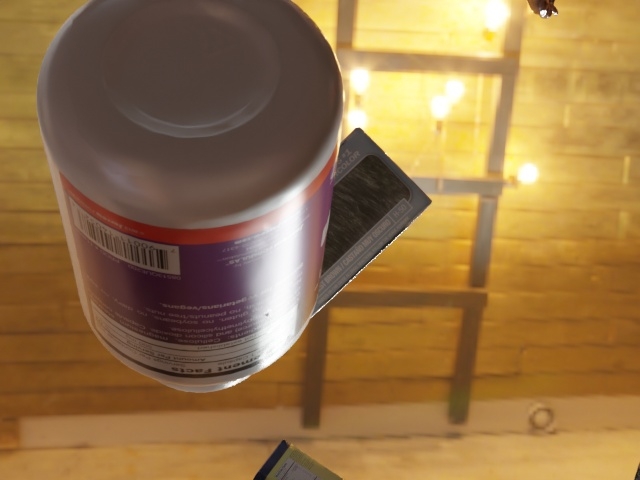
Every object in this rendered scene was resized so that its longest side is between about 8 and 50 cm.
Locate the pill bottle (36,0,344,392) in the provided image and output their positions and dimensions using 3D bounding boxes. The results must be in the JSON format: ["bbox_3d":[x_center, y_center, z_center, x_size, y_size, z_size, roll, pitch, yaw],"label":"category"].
[{"bbox_3d":[-0.084,-0.017,0.800,0.182,0.181,0.323,2,149,-3],"label":"pill bottle"}]

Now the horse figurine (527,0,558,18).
[{"bbox_3d":[0.203,-0.302,1.096,0.066,0.174,0.263,-5,-174,4],"label":"horse figurine"}]

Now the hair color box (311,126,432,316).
[{"bbox_3d":[0.000,0.000,1.330,0.113,0.185,0.374,46,175,2],"label":"hair color box"}]

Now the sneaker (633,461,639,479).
[{"bbox_3d":[0.340,0.237,0.909,0.283,0.122,0.110,42,166,-17],"label":"sneaker"}]

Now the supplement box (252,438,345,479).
[{"bbox_3d":[-0.025,0.232,0.991,0.083,0.083,0.056,33,-153,7],"label":"supplement box"}]
